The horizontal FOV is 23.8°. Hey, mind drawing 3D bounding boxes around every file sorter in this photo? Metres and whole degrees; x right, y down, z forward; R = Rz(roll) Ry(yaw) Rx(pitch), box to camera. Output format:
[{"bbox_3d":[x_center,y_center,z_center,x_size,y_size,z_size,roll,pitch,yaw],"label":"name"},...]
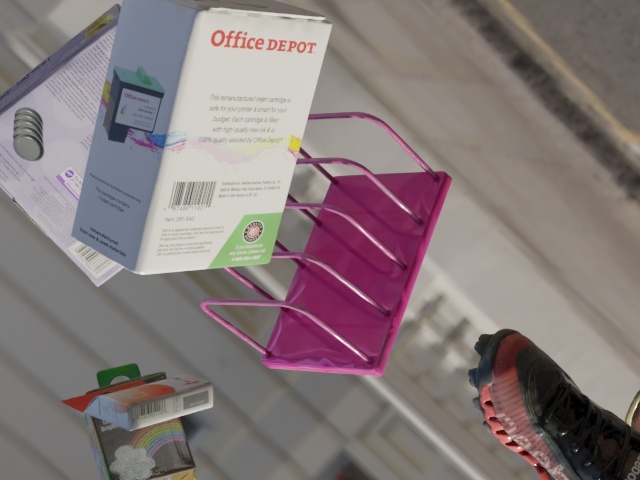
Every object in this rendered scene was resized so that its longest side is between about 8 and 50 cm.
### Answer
[{"bbox_3d":[0.000,0.000,1.949,0.202,0.291,0.182,0,150,43],"label":"file sorter"}]

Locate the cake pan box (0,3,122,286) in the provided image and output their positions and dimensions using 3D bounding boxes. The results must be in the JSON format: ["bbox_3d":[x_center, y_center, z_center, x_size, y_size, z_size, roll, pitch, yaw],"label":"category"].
[{"bbox_3d":[-0.251,-0.107,1.817,0.267,0.245,0.070,49,-171,-26],"label":"cake pan box"}]

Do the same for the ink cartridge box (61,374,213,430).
[{"bbox_3d":[-0.259,0.214,2.138,0.145,0.045,0.179,-12,-162,-40],"label":"ink cartridge box"}]

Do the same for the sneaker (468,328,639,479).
[{"bbox_3d":[0.245,0.190,1.446,0.135,0.098,0.276,-2,130,48],"label":"sneaker"}]

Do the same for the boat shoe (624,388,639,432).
[{"bbox_3d":[0.395,0.227,1.774,0.060,0.064,0.178,35,143,35],"label":"boat shoe"}]

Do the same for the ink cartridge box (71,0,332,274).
[{"bbox_3d":[-0.122,-0.117,1.568,0.117,0.278,0.201,27,-161,36],"label":"ink cartridge box"}]

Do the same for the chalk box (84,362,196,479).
[{"bbox_3d":[-0.284,0.292,2.317,0.132,0.132,0.213,102,150,-59],"label":"chalk box"}]
